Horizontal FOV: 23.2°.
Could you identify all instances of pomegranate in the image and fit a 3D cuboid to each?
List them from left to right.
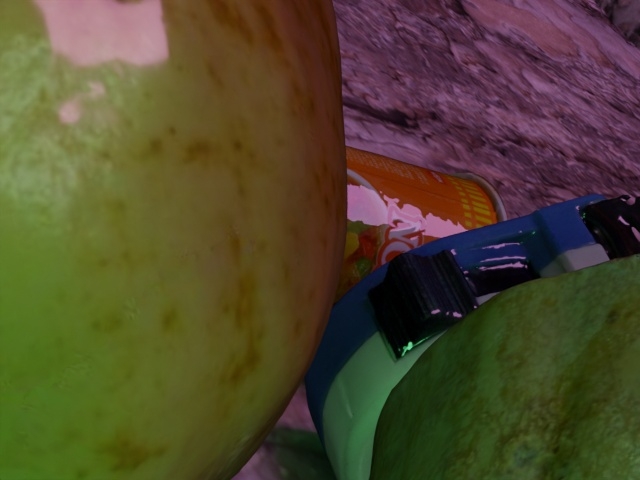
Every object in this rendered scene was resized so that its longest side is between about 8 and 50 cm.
[{"bbox_3d":[-0.145,-0.003,0.576,0.342,0.342,0.342,35,23,-18],"label":"pomegranate"}]

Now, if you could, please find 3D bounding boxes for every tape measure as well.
[{"bbox_3d":[0.107,0.128,0.972,0.351,0.215,0.098,84,-13,-45],"label":"tape measure"}]

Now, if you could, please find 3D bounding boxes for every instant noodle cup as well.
[{"bbox_3d":[0.000,0.000,1.007,0.185,0.168,0.168,21,29,-28],"label":"instant noodle cup"}]

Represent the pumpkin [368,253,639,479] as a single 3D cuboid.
[{"bbox_3d":[0.145,0.187,0.602,0.332,0.332,0.199,42,40,-3],"label":"pumpkin"}]
